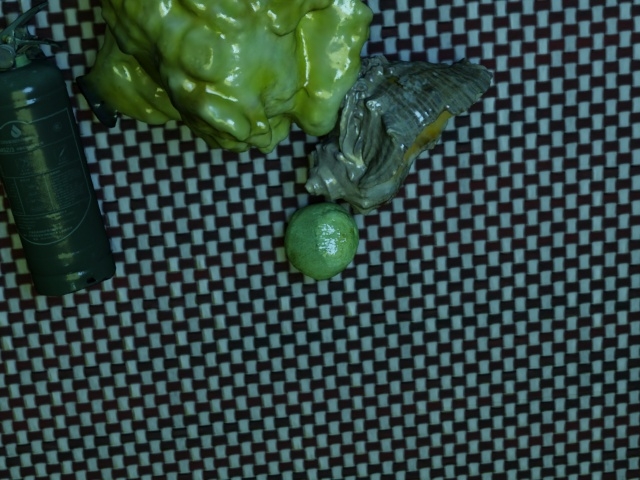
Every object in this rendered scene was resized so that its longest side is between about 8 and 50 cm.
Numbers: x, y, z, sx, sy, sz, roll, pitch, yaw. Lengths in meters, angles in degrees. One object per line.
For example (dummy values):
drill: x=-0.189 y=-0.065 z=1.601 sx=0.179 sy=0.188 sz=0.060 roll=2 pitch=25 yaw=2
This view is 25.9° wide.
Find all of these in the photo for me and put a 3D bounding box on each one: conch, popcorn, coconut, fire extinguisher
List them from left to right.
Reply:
fire extinguisher: x=-0.297 y=-0.096 z=1.501 sx=0.114 sy=0.095 sz=0.311 roll=-9 pitch=111 yaw=14
popcorn: x=-0.085 y=-0.207 z=1.400 sx=0.237 sy=0.293 sz=0.293 roll=-37 pitch=113 yaw=-24
coconut: x=0.000 y=0.000 z=1.575 sx=0.088 sy=0.096 sz=0.088 roll=7 pitch=74 yaw=-25
conch: x=0.086 y=-0.127 z=1.494 sx=0.245 sy=0.178 sz=0.163 roll=-32 pitch=119 yaw=-13
